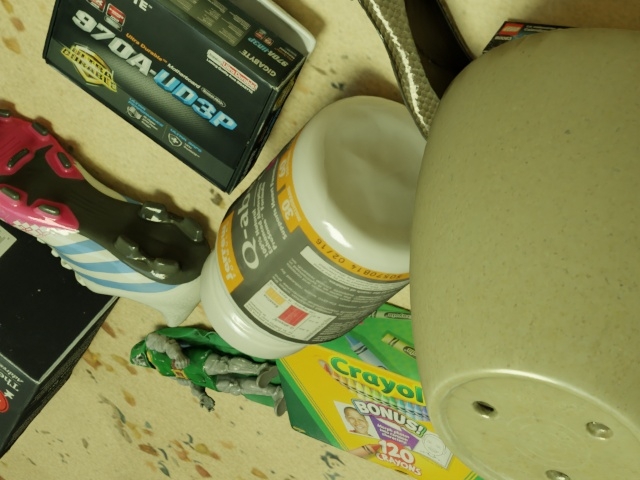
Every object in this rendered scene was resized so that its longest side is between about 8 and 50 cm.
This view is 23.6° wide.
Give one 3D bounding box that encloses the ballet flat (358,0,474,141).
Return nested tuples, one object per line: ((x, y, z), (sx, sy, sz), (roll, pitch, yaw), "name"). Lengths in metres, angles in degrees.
((0.088, -0.154, 1.202), (0.058, 0.084, 0.250), (-18, 113, 36), "ballet flat")

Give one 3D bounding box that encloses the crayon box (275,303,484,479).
((0.093, 0.156, 1.535), (0.278, 0.081, 0.165), (18, 141, 27), "crayon box")

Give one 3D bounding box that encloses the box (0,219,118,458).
((-0.445, 0.063, 1.829), (0.343, 0.179, 0.312), (39, 146, 0), "box")

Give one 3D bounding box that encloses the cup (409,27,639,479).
((0.193, 0.051, 1.087), (0.331, 0.237, 0.331), (19, 147, 13), "cup")

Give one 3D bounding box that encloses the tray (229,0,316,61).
((-0.127, -0.226, 1.347), (0.270, 0.030, 0.145), (39, 146, -1), "tray")

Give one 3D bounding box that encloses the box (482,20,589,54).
((0.227, -0.059, 1.205), (0.159, 0.044, 0.233), (11, 137, 33), "box")

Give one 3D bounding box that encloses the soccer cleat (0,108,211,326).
((-0.266, -0.014, 1.634), (0.331, 0.116, 0.143), (30, 144, 11), "soccer cleat")

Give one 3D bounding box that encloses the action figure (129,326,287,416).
((-0.133, 0.145, 1.749), (0.232, 0.063, 0.137), (8, 139, 41), "action figure")

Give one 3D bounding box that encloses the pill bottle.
((0.000, 0.000, 1.374), (0.162, 0.162, 0.278), (41, 145, -4), "pill bottle")

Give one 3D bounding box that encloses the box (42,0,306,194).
((-0.134, -0.161, 1.355), (0.220, 0.051, 0.175), (37, 145, 3), "box")
